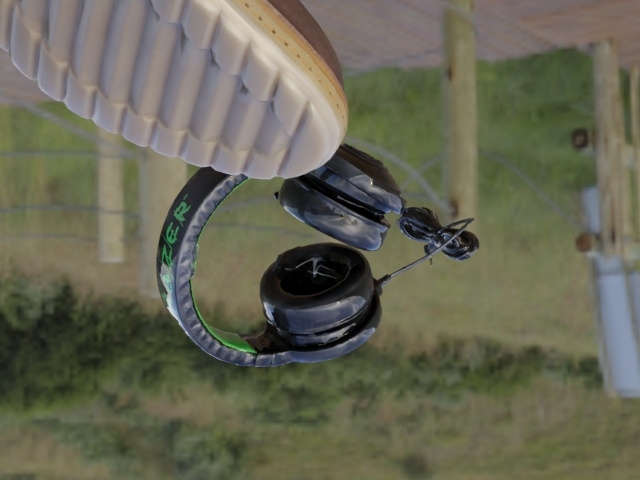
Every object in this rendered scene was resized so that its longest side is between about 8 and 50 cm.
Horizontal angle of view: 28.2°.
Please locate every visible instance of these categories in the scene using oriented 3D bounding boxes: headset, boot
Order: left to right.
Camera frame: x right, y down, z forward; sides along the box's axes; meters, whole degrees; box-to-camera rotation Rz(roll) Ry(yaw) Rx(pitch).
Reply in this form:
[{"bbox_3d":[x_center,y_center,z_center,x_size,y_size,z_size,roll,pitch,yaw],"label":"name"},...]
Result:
[{"bbox_3d":[-0.059,-0.156,0.426,0.248,0.207,0.090,37,143,-5],"label":"boot"},{"bbox_3d":[0.000,0.000,1.383,0.394,0.244,0.185,-1,-158,-32],"label":"headset"}]
